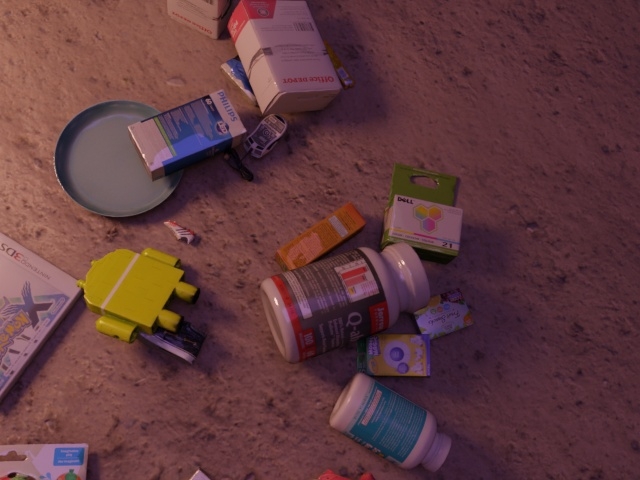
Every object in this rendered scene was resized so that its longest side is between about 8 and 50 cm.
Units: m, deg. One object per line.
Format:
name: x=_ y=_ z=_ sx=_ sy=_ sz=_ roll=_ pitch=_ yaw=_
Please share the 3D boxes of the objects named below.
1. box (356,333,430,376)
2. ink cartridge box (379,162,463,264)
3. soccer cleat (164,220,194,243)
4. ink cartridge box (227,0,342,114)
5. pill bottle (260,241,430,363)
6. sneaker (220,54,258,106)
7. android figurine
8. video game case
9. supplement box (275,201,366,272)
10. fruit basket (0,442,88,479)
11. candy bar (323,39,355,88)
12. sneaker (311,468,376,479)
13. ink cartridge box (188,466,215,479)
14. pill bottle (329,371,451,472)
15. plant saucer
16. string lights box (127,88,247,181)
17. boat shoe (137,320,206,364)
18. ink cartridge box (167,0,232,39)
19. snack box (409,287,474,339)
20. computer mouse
box: x=0.177 y=0.280 z=1.603 sx=0.179 sy=0.043 sz=0.105 roll=-2 pitch=73 yaw=8
ink cartridge box: x=0.269 y=-0.085 z=1.713 sx=0.189 sy=0.097 sz=0.255 roll=12 pitch=73 yaw=-5
soccer cleat: x=-0.354 y=-0.021 z=1.634 sx=0.083 sy=0.029 sz=0.035 roll=27 pitch=67 yaw=-5
ink cartridge box: x=-0.095 y=-0.483 z=1.733 sx=0.207 sy=0.117 sz=0.283 roll=-12 pitch=75 yaw=-34
pill bottle: x=0.058 y=0.136 z=1.554 sx=0.363 sy=0.210 sz=0.210 roll=-18 pitch=77 yaw=-13
sneaker: x=-0.191 y=-0.436 z=1.766 sx=0.085 sy=0.058 sz=0.152 roll=-38 pitch=76 yaw=-8
android figurine: x=-0.429 y=0.118 z=1.532 sx=0.273 sy=0.056 sz=0.248 roll=18 pitch=54 yaw=6
video game case: x=-0.764 y=0.161 z=1.513 sx=0.300 sy=0.036 sz=0.329 roll=32 pitch=72 yaw=2
supplement box: x=0.000 y=0.000 z=1.656 sx=0.233 sy=0.078 sz=0.080 roll=-36 pitch=82 yaw=-17
fruit basket: x=-0.654 y=0.592 z=1.330 sx=0.327 sy=0.165 sz=0.352 roll=4 pitch=67 yaw=-14
candy bar: x=0.042 y=-0.492 z=1.840 sx=0.040 sy=0.018 sz=0.161 roll=-32 pitch=81 yaw=-12
sneaker: x=-0.009 y=0.588 z=1.478 sx=0.314 sy=0.116 sz=0.136 roll=2 pitch=63 yaw=-15
ink cartridge box: x=-0.302 y=0.583 z=1.422 sx=0.060 sy=0.104 sz=0.180 roll=41 pitch=73 yaw=3
pill bottle: x=0.165 y=0.427 z=1.517 sx=0.264 sy=0.146 sz=0.146 roll=30 pitch=72 yaw=2
plant saucer: x=-0.502 y=-0.204 z=1.659 sx=0.318 sy=0.043 sz=0.317 roll=2 pitch=74 yaw=-8
string lights box: x=-0.329 y=-0.264 z=1.641 sx=0.260 sy=0.077 sz=0.133 roll=-26 pitch=80 yaw=-17
boat shoe: x=-0.363 y=0.217 z=1.549 sx=0.183 sy=0.065 sz=0.083 roll=28 pitch=63 yaw=-2
ink cartridge box: x=-0.317 y=-0.658 z=1.731 sx=0.160 sy=0.219 sz=0.092 roll=28 pitch=68 yaw=-1
snack box: x=0.304 y=0.190 z=1.666 sx=0.141 sy=0.037 sz=0.100 roll=-18 pitch=78 yaw=-13
computer mouse: x=-0.160 y=-0.251 z=1.727 sx=0.106 sy=0.042 sz=0.193 roll=42 pitch=78 yaw=10
